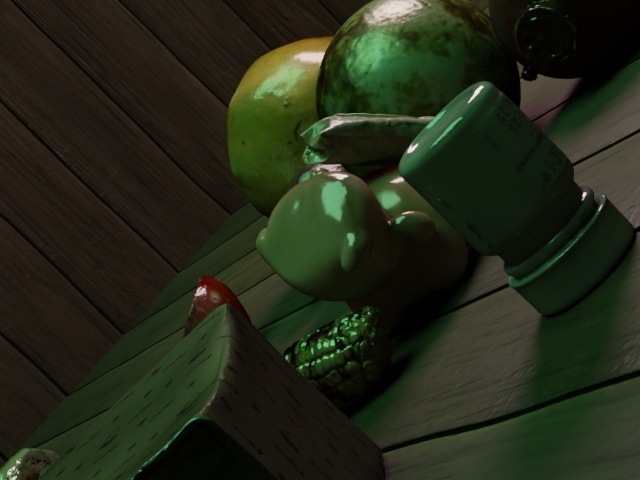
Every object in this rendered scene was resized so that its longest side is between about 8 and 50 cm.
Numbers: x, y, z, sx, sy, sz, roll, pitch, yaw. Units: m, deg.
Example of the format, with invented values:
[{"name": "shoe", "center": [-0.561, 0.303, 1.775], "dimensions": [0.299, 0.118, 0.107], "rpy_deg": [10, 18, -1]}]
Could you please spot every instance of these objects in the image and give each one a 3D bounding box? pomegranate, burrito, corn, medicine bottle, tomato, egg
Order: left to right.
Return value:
[{"name": "tomato", "center": [-0.142, 0.135, 2.295], "dimensions": [0.139, 0.091, 0.159], "rpy_deg": [10, -82, -88]}, {"name": "corn", "center": [-0.019, 0.142, 1.612], "dimensions": [0.253, 0.086, 0.086], "rpy_deg": [-37, 11, 38]}, {"name": "pomegranate", "center": [0.016, -0.151, 2.303], "dimensions": [0.307, 0.307, 0.307], "rpy_deg": [-44, 8, 8]}, {"name": "egg", "center": [0.115, -0.178, 1.972], "dimensions": [0.238, 0.238, 0.289], "rpy_deg": [-42, 16, 25]}, {"name": "burrito", "center": [0.103, -0.102, 1.738], "dimensions": [0.275, 0.059, 0.082], "rpy_deg": [0, 0, -27]}, {"name": "medicine bottle", "center": [0.150, -0.033, 1.307], "dimensions": [0.105, 0.168, 0.105], "rpy_deg": [-45, 7, 7]}]

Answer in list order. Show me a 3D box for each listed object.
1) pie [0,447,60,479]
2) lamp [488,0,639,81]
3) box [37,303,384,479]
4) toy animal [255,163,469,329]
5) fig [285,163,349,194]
[{"name": "pie", "center": [-0.368, 0.360, 2.062], "dimensions": [0.240, 0.054, 0.240], "rpy_deg": [17, -90, -72]}, {"name": "lamp", "center": [0.285, -0.280, 1.899], "dimensions": [0.180, 0.180, 0.258], "rpy_deg": [-39, 9, 39]}, {"name": "box", "center": [-0.089, 0.211, 1.236], "dimensions": [0.225, 0.190, 0.297], "rpy_deg": [-44, 9, 9]}, {"name": "toy animal", "center": [0.055, 0.001, 1.665], "dimensions": [0.198, 0.171, 0.171], "rpy_deg": [1, -28, -40]}, {"name": "fig", "center": [0.076, -0.066, 2.079], "dimensions": [0.245, 0.149, 0.149], "rpy_deg": [-33, 4, -15]}]
